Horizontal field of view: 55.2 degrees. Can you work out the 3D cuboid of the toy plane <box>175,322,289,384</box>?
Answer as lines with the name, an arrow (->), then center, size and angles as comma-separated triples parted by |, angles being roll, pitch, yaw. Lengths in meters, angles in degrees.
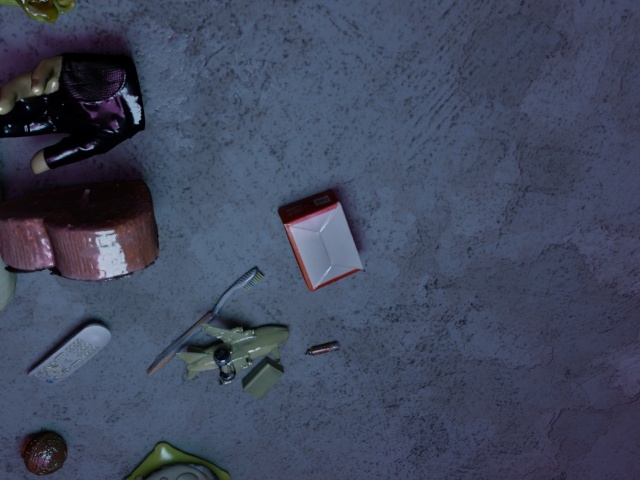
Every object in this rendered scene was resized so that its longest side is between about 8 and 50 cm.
toy plane -> -0.194, 0.256, 1.412 | 0.256, 0.104, 0.242 | -9, 137, -3

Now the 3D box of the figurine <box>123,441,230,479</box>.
figurine -> -0.373, 0.749, 1.473 | 0.266, 0.378, 0.362 | 20, 110, -19

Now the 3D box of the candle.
candle -> -0.416, -0.042, 1.130 | 0.316, 0.287, 0.132 | 10, 115, 27

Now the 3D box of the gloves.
gloves -> -0.458, -0.225, 1.082 | 0.301, 0.152, 0.197 | -19, 115, -29

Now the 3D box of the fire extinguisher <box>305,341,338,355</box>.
fire extinguisher -> 0.003, 0.268, 1.497 | 0.083, 0.022, 0.028 | -13, 149, -4

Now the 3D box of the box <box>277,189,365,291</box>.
box -> 0.000, 0.000, 1.318 | 0.133, 0.099, 0.182 | -23, 117, -2

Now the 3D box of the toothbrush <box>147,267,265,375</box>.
toothbrush -> -0.272, 0.191, 1.403 | 0.375, 0.028, 0.037 | -42, 124, 11

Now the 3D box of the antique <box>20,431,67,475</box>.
antique -> -0.651, 0.507, 1.453 | 0.104, 0.104, 0.104 | -4, 117, -8

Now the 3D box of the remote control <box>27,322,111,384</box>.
remote control -> -0.560, 0.250, 1.372 | 0.229, 0.044, 0.073 | -37, 133, 18

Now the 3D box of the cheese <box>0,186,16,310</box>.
cheese -> -0.761, -0.015, 1.149 | 0.328, 0.130, 0.351 | -3, 115, -12

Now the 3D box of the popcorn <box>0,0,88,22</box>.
popcorn -> -0.486, -0.451, 0.978 | 0.195, 0.173, 0.169 | 19, 90, -9

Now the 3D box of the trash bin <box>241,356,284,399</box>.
trash bin -> -0.139, 0.334, 1.492 | 0.061, 0.043, 0.092 | 36, 104, -24
